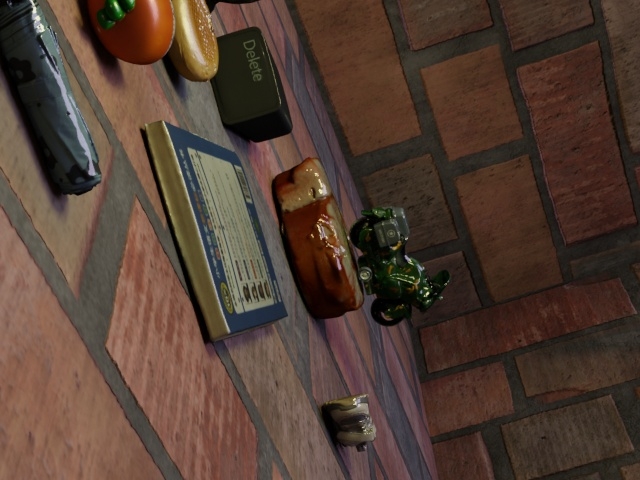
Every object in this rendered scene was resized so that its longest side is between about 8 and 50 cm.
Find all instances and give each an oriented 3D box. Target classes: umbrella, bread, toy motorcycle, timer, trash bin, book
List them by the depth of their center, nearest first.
[{"bbox_3d":[-0.265,-0.163,0.993,0.053,0.052,0.250,-68,141,-76],"label":"umbrella"},{"bbox_3d":[-0.239,-0.280,1.292,0.136,0.099,0.136,53,22,-33],"label":"timer"},{"bbox_3d":[-0.140,-0.010,1.553,0.428,0.039,0.300,10,62,-81],"label":"book"},{"bbox_3d":[-0.213,-0.332,1.638,0.114,0.077,0.189,-3,75,-61],"label":"bread"},{"bbox_3d":[-0.125,-0.285,1.997,0.225,0.115,0.165,35,38,-80],"label":"trash bin"},{"bbox_3d":[0.170,0.050,2.218,0.124,0.187,0.274,-87,160,-67],"label":"toy motorcycle"},{"bbox_3d":[0.001,0.003,2.226,0.295,0.114,0.327,58,15,-67],"label":"bread"}]

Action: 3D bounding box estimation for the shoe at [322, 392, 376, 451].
[{"bbox_3d":[0.058,0.347,1.989,0.180,0.089,0.092,73,4,-71],"label":"shoe"}]

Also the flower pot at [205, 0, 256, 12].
[{"bbox_3d":[-0.175,-0.557,1.881,0.302,0.213,0.301,-17,90,-82],"label":"flower pot"}]
